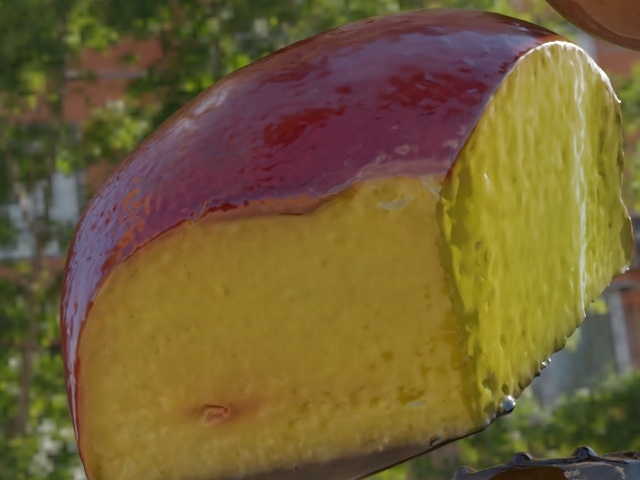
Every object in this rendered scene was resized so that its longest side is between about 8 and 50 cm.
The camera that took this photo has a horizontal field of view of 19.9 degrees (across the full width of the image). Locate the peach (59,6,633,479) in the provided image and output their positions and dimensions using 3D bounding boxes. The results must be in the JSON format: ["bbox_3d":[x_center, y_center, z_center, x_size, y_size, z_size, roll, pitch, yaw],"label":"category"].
[{"bbox_3d":[0.000,0.000,1.114,0.306,0.242,0.380,-4,24,37],"label":"peach"}]

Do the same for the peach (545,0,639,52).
[{"bbox_3d":[0.328,-0.345,1.750,0.302,0.343,0.343,2,-9,22],"label":"peach"}]

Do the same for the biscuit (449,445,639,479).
[{"bbox_3d":[0.196,0.273,1.525,0.332,0.103,0.332,-4,-31,-2],"label":"biscuit"}]
